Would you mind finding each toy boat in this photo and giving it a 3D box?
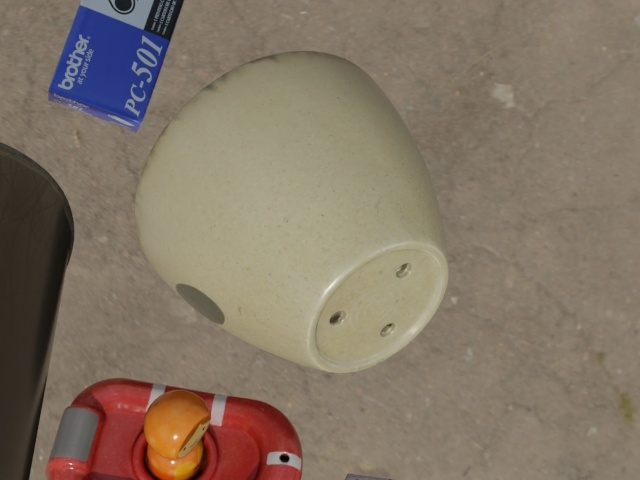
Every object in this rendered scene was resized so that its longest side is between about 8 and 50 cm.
[{"bbox_3d":[-0.129,0.188,0.806,0.231,0.151,0.151,10,52,-5],"label":"toy boat"}]

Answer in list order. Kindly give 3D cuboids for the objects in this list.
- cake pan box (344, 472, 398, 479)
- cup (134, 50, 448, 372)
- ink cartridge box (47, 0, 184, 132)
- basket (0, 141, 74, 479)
[{"bbox_3d":[0.166,0.437,1.229,0.070,0.245,0.267,-56,135,-45],"label":"cake pan box"},{"bbox_3d":[0.000,0.000,0.948,0.331,0.237,0.331,-21,135,-22],"label":"cup"},{"bbox_3d":[-0.199,-0.225,0.915,0.097,0.046,0.207,19,79,-16],"label":"ink cartridge box"},{"bbox_3d":[-0.202,0.083,0.379,0.204,0.227,0.154,-25,131,4],"label":"basket"}]
